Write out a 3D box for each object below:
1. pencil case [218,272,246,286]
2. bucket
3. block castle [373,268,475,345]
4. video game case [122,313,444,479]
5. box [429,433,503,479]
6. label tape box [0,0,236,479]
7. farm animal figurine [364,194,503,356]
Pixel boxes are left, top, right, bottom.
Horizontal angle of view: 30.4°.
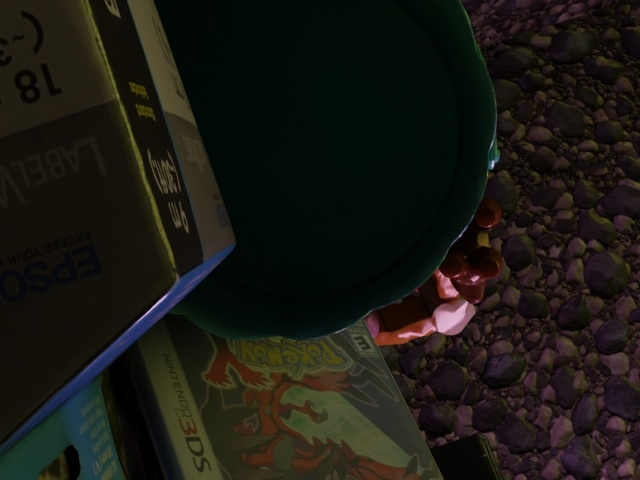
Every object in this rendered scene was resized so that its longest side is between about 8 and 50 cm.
[{"bbox_3d":[-0.057,0.095,0.879,0.124,0.124,0.284,72,0,-47],"label":"pencil case"},{"bbox_3d":[-0.026,-0.076,0.757,0.183,0.281,0.281,-18,90,-84],"label":"bucket"},{"bbox_3d":[-0.013,-0.080,1.338,0.213,0.303,0.453,-108,-179,-56],"label":"block castle"},{"bbox_3d":[-0.020,0.116,0.756,0.023,0.201,0.183,-54,-133,33],"label":"video game case"},{"bbox_3d":[0.223,0.647,1.807,0.472,0.297,0.480,-105,177,-47],"label":"box"},{"bbox_3d":[-0.110,-0.029,0.522,0.240,0.105,0.334,-81,153,-87],"label":"label tape box"},{"bbox_3d":[0.000,0.000,1.136,0.327,0.330,0.172,59,8,-3],"label":"farm animal figurine"}]
